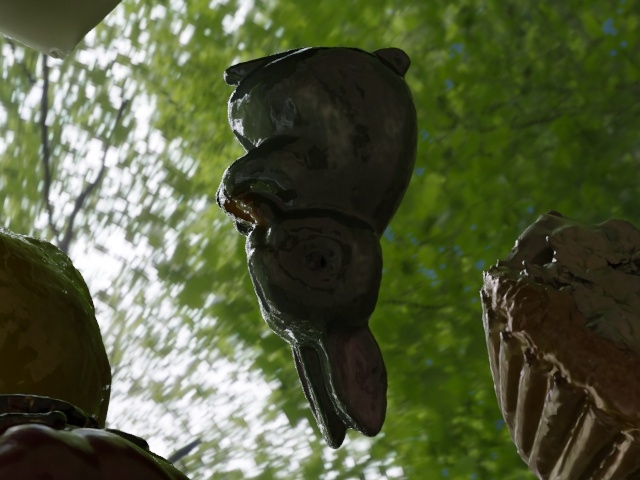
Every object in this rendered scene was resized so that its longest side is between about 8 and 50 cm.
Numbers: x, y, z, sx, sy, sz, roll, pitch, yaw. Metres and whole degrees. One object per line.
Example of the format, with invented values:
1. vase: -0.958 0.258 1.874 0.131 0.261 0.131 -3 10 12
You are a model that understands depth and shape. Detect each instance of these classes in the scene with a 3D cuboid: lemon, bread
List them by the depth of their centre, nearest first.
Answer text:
1. bread: 0.219 0.098 0.945 0.274 0.274 0.149 24 -69 -9
2. lemon: -0.306 0.125 1.033 0.285 0.285 0.316 51 -145 2

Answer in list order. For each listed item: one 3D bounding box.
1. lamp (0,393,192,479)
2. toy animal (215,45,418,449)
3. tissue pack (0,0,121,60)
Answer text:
1. lamp: -0.151 0.186 0.680 0.227 0.227 0.227 4 -106 -16
2. toy animal: 0.001 -0.001 0.880 0.125 0.127 0.251 9 -117 -26
3. tissue pack: -0.210 -0.360 1.090 0.297 0.380 0.207 24 -148 -47
